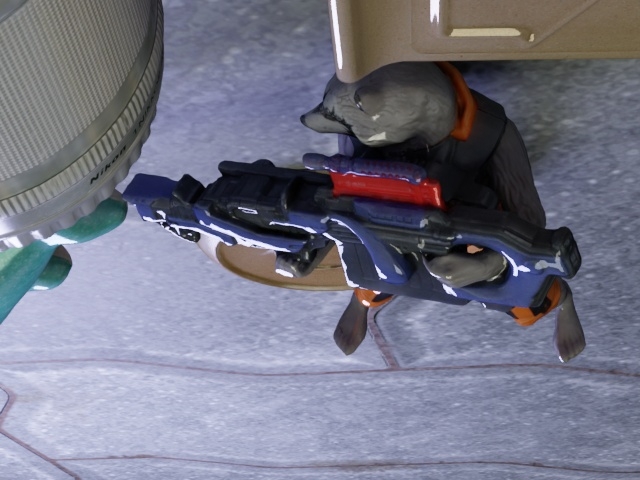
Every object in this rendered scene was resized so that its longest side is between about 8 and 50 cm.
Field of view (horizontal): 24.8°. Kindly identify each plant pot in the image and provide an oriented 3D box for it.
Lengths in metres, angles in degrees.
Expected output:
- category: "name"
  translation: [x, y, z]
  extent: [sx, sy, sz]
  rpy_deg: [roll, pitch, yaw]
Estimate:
- category: "plant pot"
  translation: [0.000, 0.000, 1.280]
  extent: [0.236, 0.032, 0.236]
  rpy_deg: [0, 159, 0]

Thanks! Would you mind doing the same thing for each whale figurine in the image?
- category: "whale figurine"
  translation: [-0.284, 0.014, 1.179]
  extent: [0.272, 0.141, 0.216]
  rpy_deg: [-14, 154, 32]

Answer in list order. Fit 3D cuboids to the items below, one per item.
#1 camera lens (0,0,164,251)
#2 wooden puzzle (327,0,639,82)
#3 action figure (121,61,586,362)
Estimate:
- category: "camera lens"
  translation: [-0.193, -0.132, 0.695]
  extent: [0.219, 0.219, 0.274]
  rpy_deg: [0, 158, 2]
- category: "wooden puzzle"
  translation: [0.171, -0.192, 0.735]
  extent: [0.348, 0.080, 0.322]
  rpy_deg: [-5, 159, 2]
- category: "action figure"
  translation: [0.044, -0.031, 1.077]
  extent: [0.341, 0.178, 0.330]
  rpy_deg: [13, 151, 19]
